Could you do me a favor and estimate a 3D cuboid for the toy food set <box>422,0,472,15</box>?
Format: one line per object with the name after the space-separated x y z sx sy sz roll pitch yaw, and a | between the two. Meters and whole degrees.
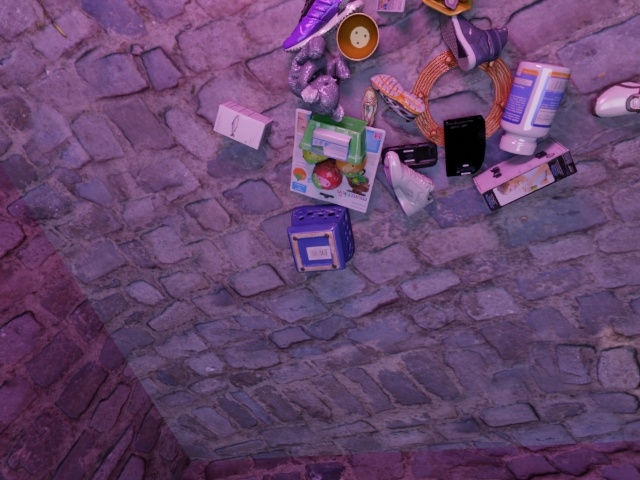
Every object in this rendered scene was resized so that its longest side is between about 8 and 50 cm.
0.363 -0.761 1.193 0.218 0.071 0.128 24 75 -1 | toy food set

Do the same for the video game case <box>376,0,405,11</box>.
0.221 -0.758 1.243 0.011 0.122 0.087 -13 123 -31 | video game case

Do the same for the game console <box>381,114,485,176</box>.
0.399 -0.322 1.442 0.362 0.044 0.213 -4 129 15 | game console

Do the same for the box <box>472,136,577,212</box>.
0.691 -0.226 1.387 0.290 0.169 0.087 -27 111 21 | box

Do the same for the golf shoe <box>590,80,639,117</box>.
1.002 -0.443 1.244 0.273 0.120 0.105 -10 116 17 | golf shoe

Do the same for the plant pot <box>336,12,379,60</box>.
0.126 -0.663 1.310 0.134 0.095 0.134 5 117 9 | plant pot

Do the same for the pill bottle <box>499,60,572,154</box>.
0.677 -0.423 1.296 0.153 0.152 0.271 11 119 5 | pill bottle

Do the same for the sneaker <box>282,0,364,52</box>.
-0.016 -0.737 1.306 0.294 0.102 0.146 -28 104 17 | sneaker

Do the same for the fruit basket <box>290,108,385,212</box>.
0.043 -0.280 1.480 0.327 0.165 0.352 19 127 9 | fruit basket

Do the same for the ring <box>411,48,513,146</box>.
0.482 -0.481 1.373 0.337 0.032 0.336 5 118 9 | ring

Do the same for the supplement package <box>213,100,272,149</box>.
-0.288 -0.432 1.502 0.179 0.105 0.105 23 119 -1 | supplement package

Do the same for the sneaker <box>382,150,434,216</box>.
0.325 -0.224 1.470 0.152 0.114 0.305 -24 136 14 | sneaker

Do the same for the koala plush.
-0.001 -0.498 1.323 0.203 0.221 0.196 -34 147 29 | koala plush

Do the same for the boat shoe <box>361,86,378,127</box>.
0.172 -0.465 1.429 0.056 0.048 0.152 10 118 5 | boat shoe

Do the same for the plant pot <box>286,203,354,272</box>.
0.000 0.000 1.608 0.236 0.212 0.235 -5 115 13 | plant pot

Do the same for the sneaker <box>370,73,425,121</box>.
0.254 -0.489 1.388 0.215 0.084 0.083 40 151 2 | sneaker

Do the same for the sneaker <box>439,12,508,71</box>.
0.482 -0.653 1.257 0.164 0.086 0.226 -22 84 -5 | sneaker
